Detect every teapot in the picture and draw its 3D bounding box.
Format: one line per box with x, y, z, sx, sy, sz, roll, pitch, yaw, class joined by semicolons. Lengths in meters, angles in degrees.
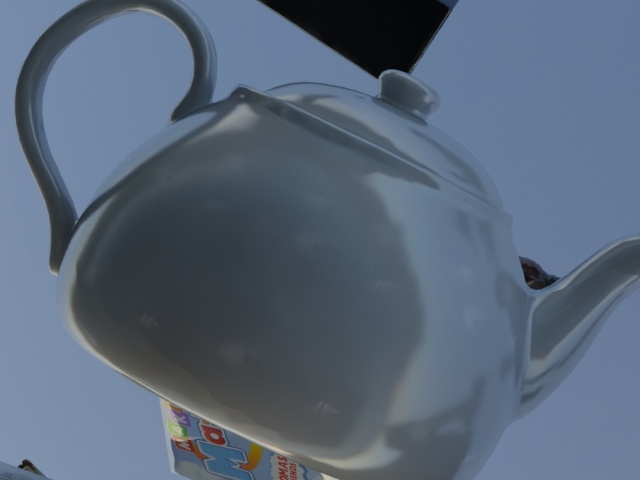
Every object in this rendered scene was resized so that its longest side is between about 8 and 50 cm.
0.000;0.000;0.807;0.252;0.256;0.187;26;-88;48;teapot

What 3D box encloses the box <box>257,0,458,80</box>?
0.007;-0.273;1.478;0.261;0.184;0.103;33;-61;-1;box

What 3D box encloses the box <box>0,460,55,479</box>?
-0.072;0.220;0.533;0.345;0.168;0.215;18;-82;13;box

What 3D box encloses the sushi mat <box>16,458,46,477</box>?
-0.140;0.279;0.990;0.151;0.316;0.019;-41;-149;-5;sushi mat

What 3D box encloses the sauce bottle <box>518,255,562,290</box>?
0.138;0.028;1.239;0.128;0.042;0.042;16;-83;4;sauce bottle

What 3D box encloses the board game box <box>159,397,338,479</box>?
-0.008;0.131;1.094;0.211;0.039;0.160;17;-41;18;board game box
